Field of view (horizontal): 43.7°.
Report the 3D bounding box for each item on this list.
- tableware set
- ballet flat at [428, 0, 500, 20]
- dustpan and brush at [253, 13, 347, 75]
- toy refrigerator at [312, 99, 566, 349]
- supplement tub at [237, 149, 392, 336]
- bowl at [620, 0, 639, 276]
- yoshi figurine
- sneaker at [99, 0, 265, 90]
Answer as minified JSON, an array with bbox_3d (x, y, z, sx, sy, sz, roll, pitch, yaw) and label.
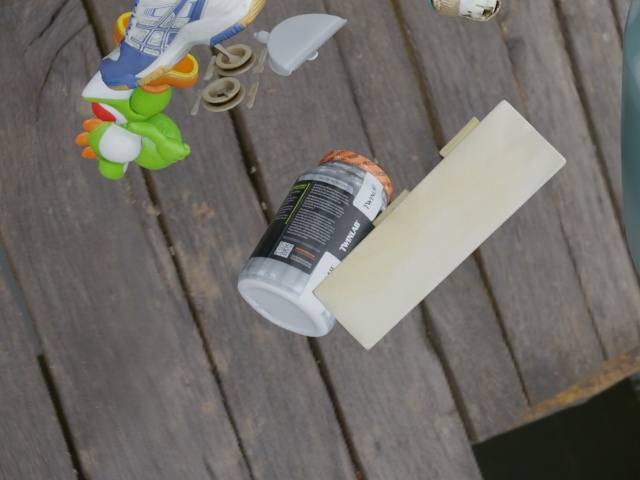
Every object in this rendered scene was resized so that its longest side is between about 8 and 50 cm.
[{"bbox_3d":[-0.181,-0.325,1.554,0.039,0.128,0.194,68,24,-45],"label":"tableware set"},{"bbox_3d":[0.217,-0.355,1.160,0.206,0.067,0.073,-27,130,-60],"label":"ballet flat"},{"bbox_3d":[-0.061,-0.361,1.441,0.147,0.211,0.060,-45,142,-15],"label":"dustpan and brush"},{"bbox_3d":[0.117,-0.019,0.824,0.094,0.102,0.269,46,105,4],"label":"toy refrigerator"},{"bbox_3d":[0.000,0.000,1.468,0.193,0.193,0.316,37,66,-17],"label":"supplement tub"},{"bbox_3d":[0.269,-0.085,0.363,0.163,0.311,0.312,41,65,-41],"label":"bowl"},{"bbox_3d":[-0.313,-0.245,1.471,0.203,0.362,0.204,27,51,-9],"label":"yoshi figurine"},{"bbox_3d":[-0.220,-0.319,1.125,0.131,0.296,0.112,50,33,-28],"label":"sneaker"}]
